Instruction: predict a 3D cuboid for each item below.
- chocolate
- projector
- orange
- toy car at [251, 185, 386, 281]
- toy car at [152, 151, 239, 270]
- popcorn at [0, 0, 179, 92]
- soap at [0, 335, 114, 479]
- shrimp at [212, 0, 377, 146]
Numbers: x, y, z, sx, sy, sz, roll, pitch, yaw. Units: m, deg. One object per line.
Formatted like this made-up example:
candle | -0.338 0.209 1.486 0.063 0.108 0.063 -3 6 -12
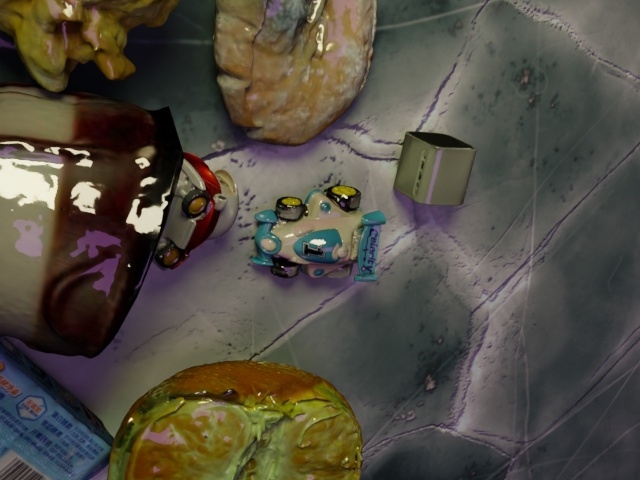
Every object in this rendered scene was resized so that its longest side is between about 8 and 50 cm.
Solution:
chocolate | -0.273 -0.031 0.772 0.186 0.283 0.283 23 99 -27
projector | 0.156 -0.099 1.095 0.083 0.083 0.082 -1 113 -31
orange | -0.118 0.285 1.051 0.335 0.196 0.262 -3 99 -34
toy car | 0.000 0.000 1.041 0.162 0.098 0.126 -5 113 -30
toy car | -0.151 -0.037 0.941 0.112 0.112 0.139 -4 126 -46
popcorn | -0.226 -0.270 0.710 0.233 0.192 0.266 -11 101 -31
soap | -0.371 0.223 0.943 0.156 0.077 0.293 -39 127 -10
shrimp | -0.016 -0.314 0.885 0.221 0.110 0.445 -14 123 -31
